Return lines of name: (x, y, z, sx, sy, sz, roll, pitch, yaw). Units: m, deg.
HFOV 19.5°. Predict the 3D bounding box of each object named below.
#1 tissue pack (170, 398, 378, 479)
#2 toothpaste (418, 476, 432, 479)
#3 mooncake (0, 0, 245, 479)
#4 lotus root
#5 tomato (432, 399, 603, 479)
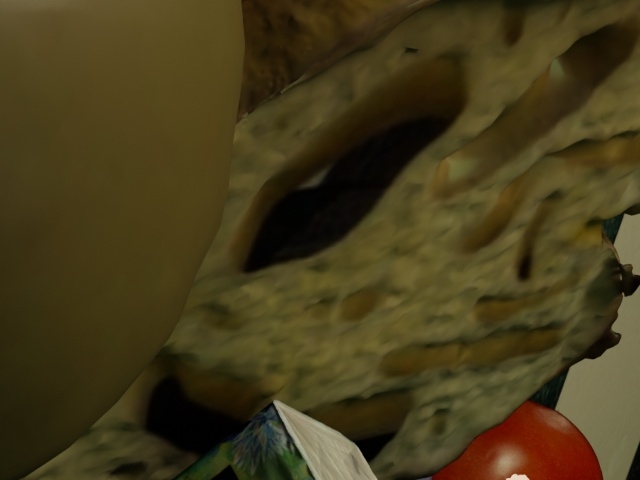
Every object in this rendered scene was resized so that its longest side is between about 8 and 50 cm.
tissue pack: (-0.028, 0.137, 0.787, 0.111, 0.079, 0.085, -39, 148, 10)
toothpaste: (0.054, 0.076, 1.133, 0.125, 0.080, 0.371, 26, 81, -64)
mooncake: (-0.197, -0.088, 0.295, 0.467, 0.262, 0.467, -41, 141, -44)
lotus root: (0.000, 0.000, 0.795, 0.375, 0.111, 0.390, -7, 140, -41)
tomato: (0.105, 0.196, 1.248, 0.195, 0.136, 0.195, -44, 148, -37)
